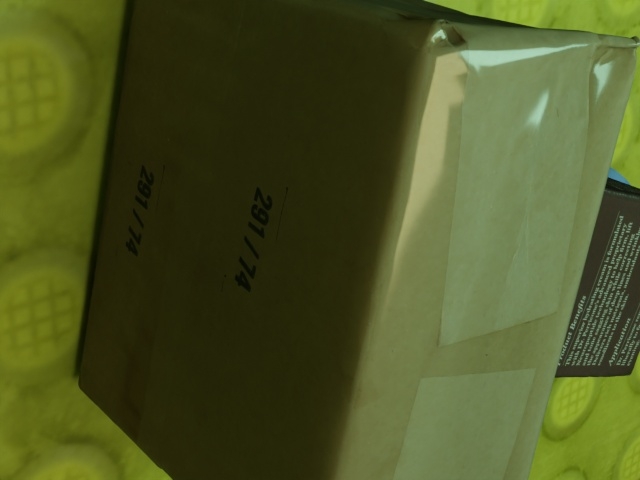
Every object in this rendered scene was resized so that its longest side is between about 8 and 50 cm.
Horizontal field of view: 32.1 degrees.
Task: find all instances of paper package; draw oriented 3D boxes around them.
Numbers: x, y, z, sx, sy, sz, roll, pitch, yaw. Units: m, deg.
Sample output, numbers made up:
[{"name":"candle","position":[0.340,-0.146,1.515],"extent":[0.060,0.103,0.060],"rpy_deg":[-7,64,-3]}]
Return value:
[{"name":"paper package","position":[0.000,0.000,0.700],"extent":[0.168,0.309,0.324],"rpy_deg":[-3,111,-38]}]

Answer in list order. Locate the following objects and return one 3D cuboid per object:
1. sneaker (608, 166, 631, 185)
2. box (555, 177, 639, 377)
[{"name":"sneaker","position":[0.278,0.033,1.140],"extent":[0.090,0.081,0.232],"rpy_deg":[-42,134,-30]},{"name":"box","position":[0.184,0.013,0.980],"extent":[0.203,0.167,0.168],"rpy_deg":[7,105,-44]}]
